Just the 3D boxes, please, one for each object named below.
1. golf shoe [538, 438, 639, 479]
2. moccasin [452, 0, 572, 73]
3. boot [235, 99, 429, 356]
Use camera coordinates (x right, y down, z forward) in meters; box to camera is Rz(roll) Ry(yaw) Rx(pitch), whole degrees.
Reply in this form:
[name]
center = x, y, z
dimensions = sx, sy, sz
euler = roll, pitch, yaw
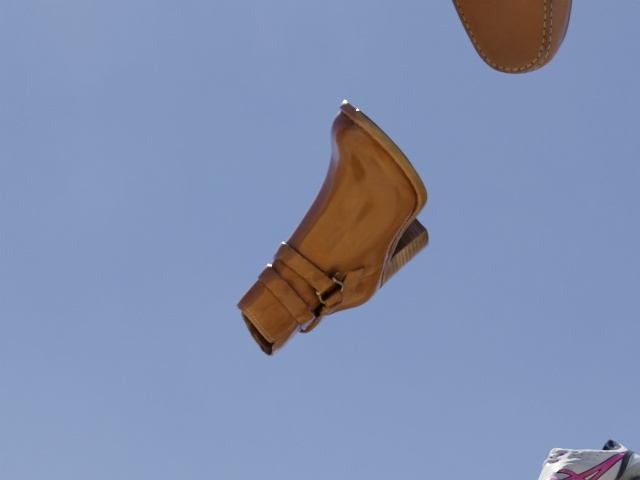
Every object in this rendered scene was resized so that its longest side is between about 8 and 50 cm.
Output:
[golf shoe]
center = 0.205, 0.219, 1.558
dimensions = 0.186, 0.086, 0.067
euler = -8, -44, -37
[moccasin]
center = 0.145, -0.325, 1.691
dimensions = 0.139, 0.147, 0.380
euler = 5, -58, 27
[boot]
center = 0.000, 0.000, 1.311
dimensions = 0.152, 0.073, 0.197
euler = -36, -34, -11
